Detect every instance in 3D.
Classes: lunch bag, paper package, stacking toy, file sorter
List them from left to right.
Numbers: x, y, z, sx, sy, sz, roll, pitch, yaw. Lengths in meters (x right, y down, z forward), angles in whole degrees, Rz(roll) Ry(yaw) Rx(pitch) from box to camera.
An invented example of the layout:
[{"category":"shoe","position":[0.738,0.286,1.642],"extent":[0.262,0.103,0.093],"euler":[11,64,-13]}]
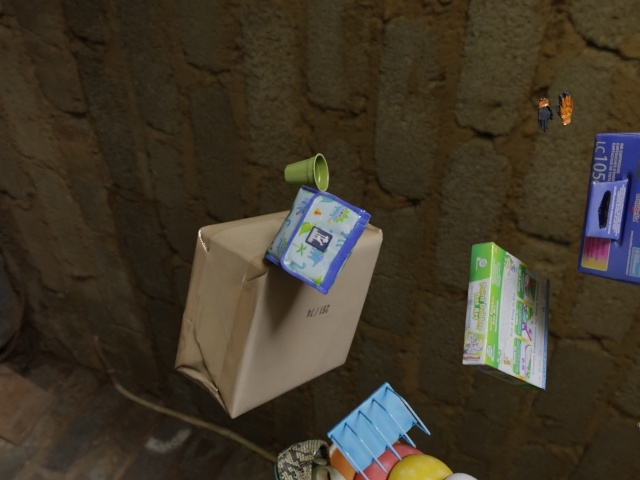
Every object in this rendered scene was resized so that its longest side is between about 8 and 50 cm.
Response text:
[{"category":"paper package","position":[-0.071,0.114,1.192],"extent":[0.325,0.168,0.309],"euler":[-14,125,-49]},{"category":"lunch bag","position":[0.000,0.000,0.946],"extent":[0.096,0.151,0.129],"euler":[28,90,-32]},{"category":"file sorter","position":[0.124,0.408,1.373],"extent":[0.170,0.118,0.104],"euler":[-39,-167,-10]},{"category":"stacking toy","position":[0.235,0.651,1.640],"extent":[0.480,0.350,0.351],"euler":[-23,-146,55]}]

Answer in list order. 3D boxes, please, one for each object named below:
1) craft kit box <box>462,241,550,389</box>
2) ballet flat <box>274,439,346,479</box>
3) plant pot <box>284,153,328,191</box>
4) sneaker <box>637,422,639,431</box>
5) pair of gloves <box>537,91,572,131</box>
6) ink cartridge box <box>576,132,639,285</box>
[{"category":"craft kit box","position":[0.391,0.162,1.355],"extent":[0.246,0.061,0.250],"euler":[29,62,-41]},{"category":"ballet flat","position":[0.024,0.698,1.519],"extent":[0.164,0.182,0.483],"euler":[28,39,-52]},{"category":"plant pot","position":[-0.033,-0.144,1.427],"extent":[0.083,0.079,0.083],"euler":[-3,90,-67]},{"category":"sneaker","position":[0.597,0.368,1.019],"extent":[0.281,0.115,0.105],"euler":[-84,151,-69]},{"category":"pair of gloves","position":[0.498,-0.272,1.388],"extent":[0.010,0.083,0.074],"euler":[-126,-160,-60]},{"category":"ink cartridge box","position":[0.626,-0.070,1.259],"extent":[0.395,0.151,0.270],"euler":[-10,107,-49]}]
